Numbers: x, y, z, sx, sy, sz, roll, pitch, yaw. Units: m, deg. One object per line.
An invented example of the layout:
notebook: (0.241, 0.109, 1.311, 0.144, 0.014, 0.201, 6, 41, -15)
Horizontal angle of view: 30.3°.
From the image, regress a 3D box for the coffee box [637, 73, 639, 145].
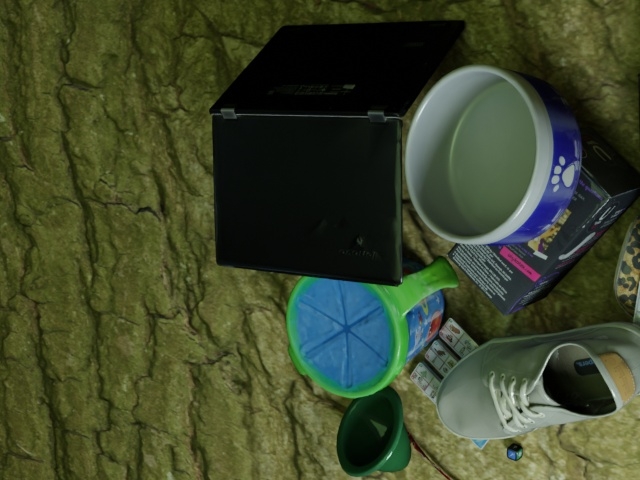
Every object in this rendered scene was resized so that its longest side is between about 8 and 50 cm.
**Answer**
coffee box: (0.557, -0.096, 1.692, 0.168, 0.119, 0.297, 14, 111, 60)

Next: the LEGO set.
LEGO set: (0.287, 0.266, 2.070, 0.244, 0.060, 0.182, 45, 135, 19)

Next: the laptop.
laptop: (0.027, -0.163, 2.007, 0.382, 0.408, 0.236, 6, 136, 34)

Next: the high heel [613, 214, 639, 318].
high heel: (0.547, 0.096, 1.814, 0.186, 0.093, 0.261, 7, 104, 23)

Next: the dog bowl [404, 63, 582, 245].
dog bowl: (0.252, -0.124, 1.753, 0.265, 0.104, 0.264, -5, 83, 48)

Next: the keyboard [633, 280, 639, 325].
keyboard: (0.588, 0.116, 1.724, 0.256, 0.014, 0.072, 12, 109, 29)

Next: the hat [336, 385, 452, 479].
hat: (0.154, 0.393, 2.197, 0.173, 0.184, 0.208, -41, 36, 28)

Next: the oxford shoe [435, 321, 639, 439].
oxford shoe: (0.334, 0.236, 1.889, 0.449, 0.130, 0.169, -24, 95, 48)

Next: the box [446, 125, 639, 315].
box: (0.355, -0.032, 1.855, 0.143, 0.165, 0.270, 49, 123, 18)

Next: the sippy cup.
sippy cup: (0.096, 0.130, 2.045, 0.306, 0.224, 0.240, 8, 105, 34)
